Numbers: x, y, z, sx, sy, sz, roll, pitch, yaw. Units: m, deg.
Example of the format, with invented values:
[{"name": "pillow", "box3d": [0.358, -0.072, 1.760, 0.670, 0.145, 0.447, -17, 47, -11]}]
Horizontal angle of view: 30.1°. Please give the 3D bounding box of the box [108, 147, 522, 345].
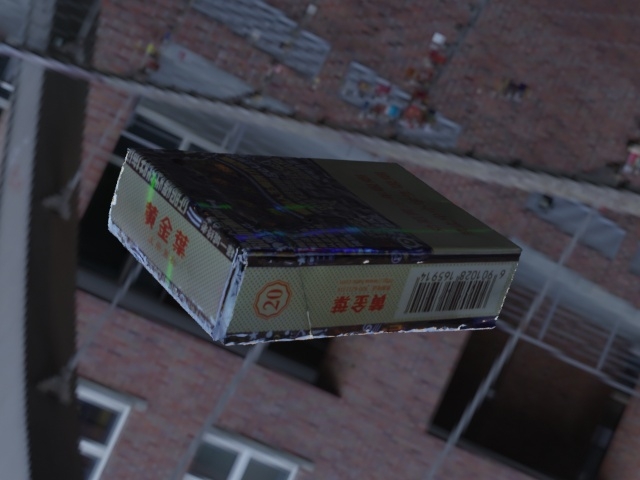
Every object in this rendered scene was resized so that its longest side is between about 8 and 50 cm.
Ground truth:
[{"name": "box", "box3d": [0.000, 0.000, 1.034, 0.310, 0.084, 0.198, 0, -153, -39]}]
